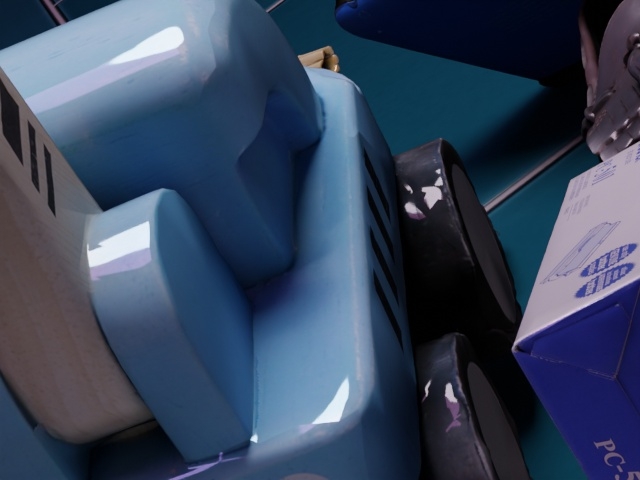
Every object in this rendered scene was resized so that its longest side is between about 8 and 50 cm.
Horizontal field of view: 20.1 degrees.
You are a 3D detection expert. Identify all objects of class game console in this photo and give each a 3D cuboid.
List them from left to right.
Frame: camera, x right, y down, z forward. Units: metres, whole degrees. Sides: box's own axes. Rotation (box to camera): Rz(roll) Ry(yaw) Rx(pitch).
[{"bbox_3d":[0.181,-0.214,1.004,0.293,0.250,0.173,-27,58,55],"label":"game console"}]

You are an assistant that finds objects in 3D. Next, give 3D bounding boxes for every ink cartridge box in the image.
[{"bbox_3d":[0.115,0.033,0.586,0.046,0.097,0.207,-29,7,18],"label":"ink cartridge box"}]

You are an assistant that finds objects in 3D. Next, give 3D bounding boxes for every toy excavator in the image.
[{"bbox_3d":[-0.095,0.002,0.642,0.222,0.445,0.433,-21,33,14],"label":"toy excavator"}]

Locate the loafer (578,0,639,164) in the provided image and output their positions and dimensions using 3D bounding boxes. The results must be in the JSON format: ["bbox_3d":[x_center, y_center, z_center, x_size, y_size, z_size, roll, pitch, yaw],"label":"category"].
[{"bbox_3d":[0.153,-0.074,0.824,0.109,0.095,0.302,-43,2,12],"label":"loafer"}]

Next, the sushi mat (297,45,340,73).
[{"bbox_3d":[-0.096,-0.015,1.167,0.317,0.151,0.019,-15,-12,43],"label":"sushi mat"}]

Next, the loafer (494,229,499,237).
[{"bbox_3d":[0.000,0.000,0.990,0.220,0.080,0.078,13,10,26],"label":"loafer"}]
